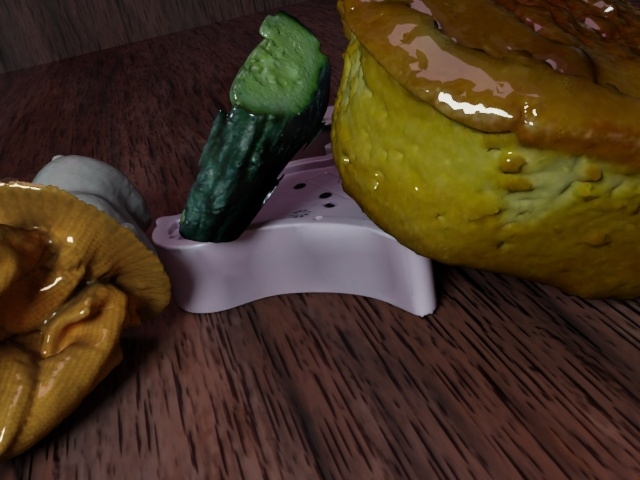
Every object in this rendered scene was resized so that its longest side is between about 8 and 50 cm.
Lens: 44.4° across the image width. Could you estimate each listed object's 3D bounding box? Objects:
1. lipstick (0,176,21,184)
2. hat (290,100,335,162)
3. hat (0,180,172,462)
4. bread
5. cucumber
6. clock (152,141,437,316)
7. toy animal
[{"bbox_3d":[-0.494,-0.043,1.121,0.045,0.045,0.145,10,33,37],"label":"lipstick"},{"bbox_3d":[0.017,-0.127,0.999,0.206,0.089,0.205,-6,4,0],"label":"hat"},{"bbox_3d":[-0.251,0.112,0.595,0.233,0.244,0.233,-29,43,32],"label":"hat"},{"bbox_3d":[0.168,-0.101,0.641,0.358,0.204,0.337,15,30,-10],"label":"bread"},{"bbox_3d":[-0.055,-0.085,0.669,0.086,0.193,0.115,29,26,-10],"label":"cucumber"},{"bbox_3d":[0.000,0.000,0.765,0.275,0.080,0.290,-25,27,-25],"label":"clock"},{"bbox_3d":[-0.240,0.005,0.794,0.141,0.138,0.282,-19,27,-9],"label":"toy animal"}]
